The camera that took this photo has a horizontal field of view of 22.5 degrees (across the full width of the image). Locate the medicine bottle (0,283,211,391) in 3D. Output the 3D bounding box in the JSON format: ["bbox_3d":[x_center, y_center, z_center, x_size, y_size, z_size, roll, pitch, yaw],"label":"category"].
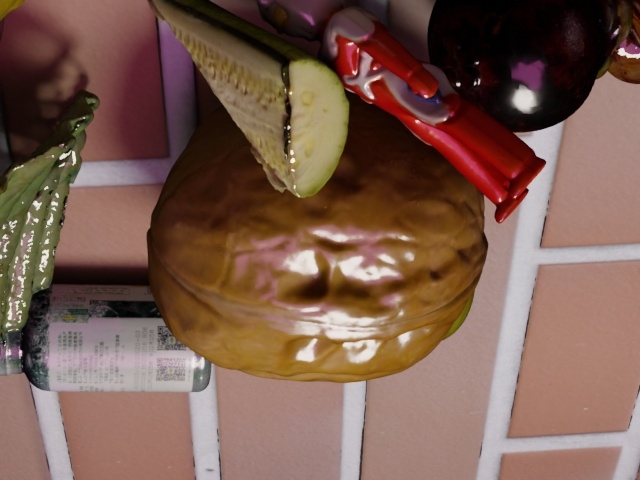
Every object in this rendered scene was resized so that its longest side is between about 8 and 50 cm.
[{"bbox_3d":[-0.290,0.127,2.096,0.293,0.141,0.141,1,139,-8],"label":"medicine bottle"}]

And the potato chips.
[{"bbox_3d":[-0.375,0.008,1.807,0.097,0.373,0.389,40,145,13],"label":"potato chips"}]

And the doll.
[{"bbox_3d":[0.071,-0.174,1.669,0.099,0.384,0.188,-44,170,-8],"label":"doll"}]

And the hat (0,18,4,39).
[{"bbox_3d":[-0.434,-0.233,1.687,0.205,0.089,0.205,-10,123,-15],"label":"hat"}]

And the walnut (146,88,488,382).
[{"bbox_3d":[0.000,0.000,1.849,0.398,0.308,0.354,-1,137,-7],"label":"walnut"}]

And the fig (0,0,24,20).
[{"bbox_3d":[-0.372,-0.301,1.519,0.230,0.207,0.207,48,123,-5],"label":"fig"}]

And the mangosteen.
[{"bbox_3d":[0.215,-0.214,1.720,0.210,0.210,0.210,-3,140,-3],"label":"mangosteen"}]

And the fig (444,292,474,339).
[{"bbox_3d":[0.133,0.037,2.069,0.142,0.186,0.148,19,162,50],"label":"fig"}]

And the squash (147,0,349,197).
[{"bbox_3d":[-0.080,-0.173,1.713,0.093,0.252,0.169,-27,130,-30],"label":"squash"}]

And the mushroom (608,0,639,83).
[{"bbox_3d":[0.365,-0.235,1.792,0.135,0.080,0.171,-41,132,22],"label":"mushroom"}]
